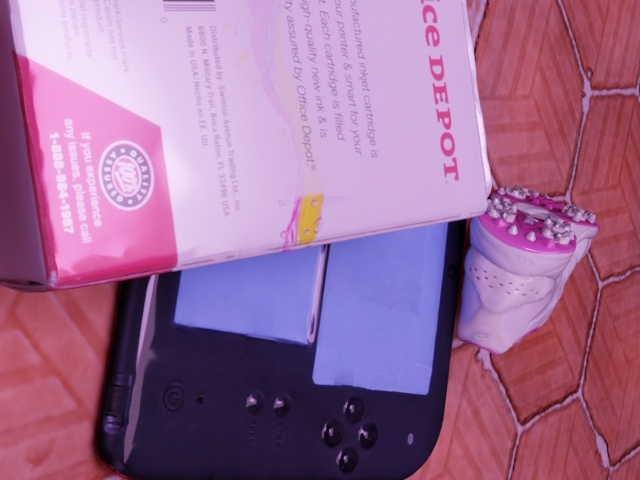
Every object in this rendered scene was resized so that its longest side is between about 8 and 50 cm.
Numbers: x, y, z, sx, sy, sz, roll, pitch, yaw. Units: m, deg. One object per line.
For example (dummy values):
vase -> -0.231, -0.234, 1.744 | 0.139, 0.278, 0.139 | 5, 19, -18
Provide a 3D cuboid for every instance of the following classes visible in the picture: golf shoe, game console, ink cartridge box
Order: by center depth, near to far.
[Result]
ink cartridge box -> -0.055, -0.102, 0.555 | 0.306, 0.131, 0.226 | -9, 93, -36
game console -> 0.000, 0.000, 0.717 | 0.342, 0.060, 0.387 | 16, 78, -46
golf shoe -> 0.200, 0.023, 0.891 | 0.306, 0.115, 0.140 | -16, 126, -64
